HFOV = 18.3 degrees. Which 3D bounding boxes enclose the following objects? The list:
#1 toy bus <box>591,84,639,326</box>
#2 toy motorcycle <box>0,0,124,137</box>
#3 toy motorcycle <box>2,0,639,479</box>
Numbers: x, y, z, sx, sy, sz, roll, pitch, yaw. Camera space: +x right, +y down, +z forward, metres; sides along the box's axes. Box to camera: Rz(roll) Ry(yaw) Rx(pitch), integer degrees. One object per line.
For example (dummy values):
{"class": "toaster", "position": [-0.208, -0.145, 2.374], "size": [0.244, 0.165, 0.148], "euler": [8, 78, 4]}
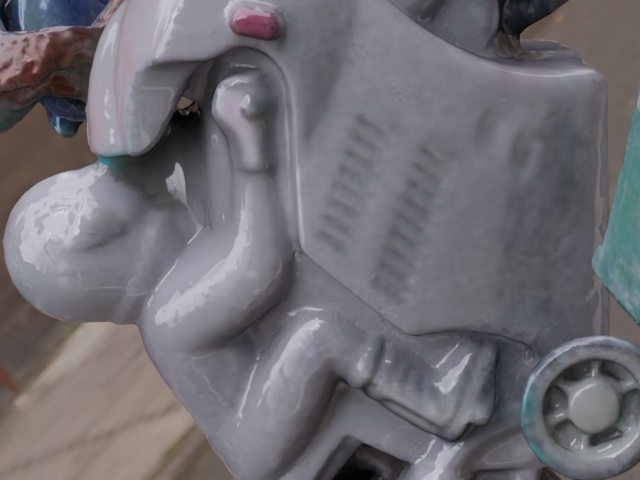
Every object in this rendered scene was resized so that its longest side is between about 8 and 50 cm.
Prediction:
{"class": "toy bus", "position": [0.150, 0.031, 0.360], "size": [0.091, 0.109, 0.261], "euler": [-6, 26, -27]}
{"class": "toy motorcycle", "position": [-0.131, -0.208, 1.212], "size": [0.182, 0.241, 0.319], "euler": [41, -125, -69]}
{"class": "toy motorcycle", "position": [0.000, 0.000, 0.539], "size": [0.170, 0.260, 0.110], "euler": [0, 15, -4]}
